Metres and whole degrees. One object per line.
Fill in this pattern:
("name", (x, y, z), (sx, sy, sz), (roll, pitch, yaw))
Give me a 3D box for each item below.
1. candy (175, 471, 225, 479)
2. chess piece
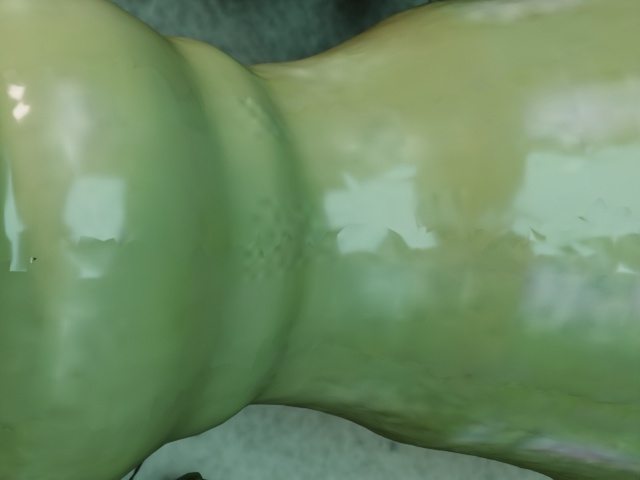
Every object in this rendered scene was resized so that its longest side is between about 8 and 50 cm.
("candy", (-0.045, 0.142, 0.659), (0.095, 0.085, 0.110), (48, 55, -8))
("chess piece", (0.000, 0.000, 0.620), (0.442, 0.234, 0.234), (-4, 89, -26))
